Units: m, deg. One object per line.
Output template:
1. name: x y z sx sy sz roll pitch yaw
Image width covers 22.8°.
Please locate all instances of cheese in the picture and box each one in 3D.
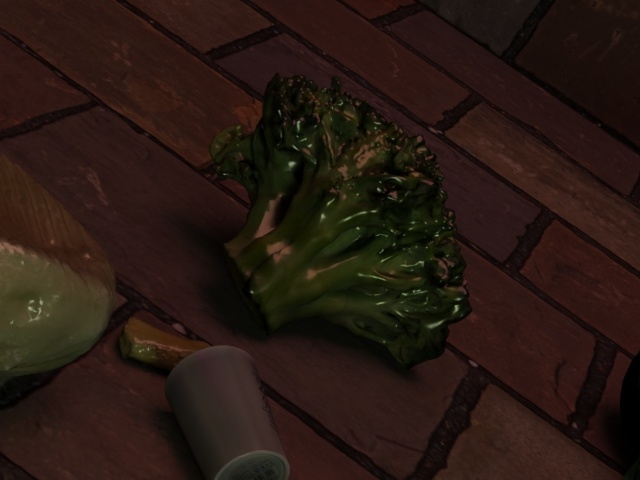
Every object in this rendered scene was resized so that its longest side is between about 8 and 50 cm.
1. cheese: -0.126 0.088 1.294 0.083 0.030 0.044 15 33 -26

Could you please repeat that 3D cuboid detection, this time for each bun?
1. bun: -0.258 0.016 1.119 0.231 0.133 0.231 35 12 -9

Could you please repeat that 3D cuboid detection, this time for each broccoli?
1. broccoli: 0.000 0.000 1.506 0.245 0.248 0.288 -30 70 -26

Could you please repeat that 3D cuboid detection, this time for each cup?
1. cup: -0.063 0.149 1.216 0.104 0.074 0.116 53 6 -45

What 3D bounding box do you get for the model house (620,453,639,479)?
1. model house: 0.455 0.307 1.437 0.325 0.194 0.267 33 20 -10

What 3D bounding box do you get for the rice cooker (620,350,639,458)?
1. rice cooker: 0.451 0.177 1.658 0.267 0.224 0.267 30 20 -12
